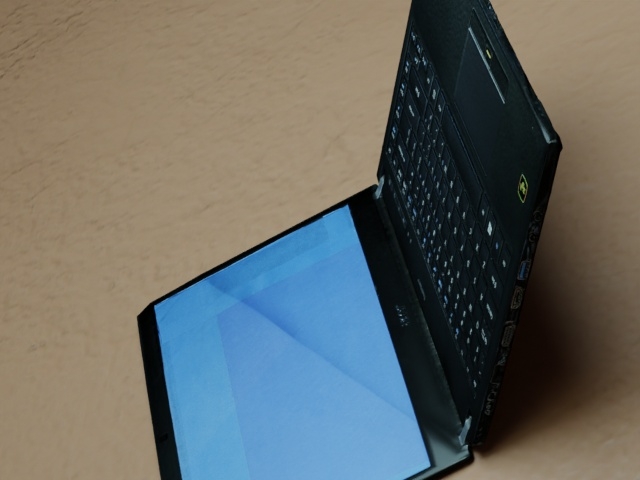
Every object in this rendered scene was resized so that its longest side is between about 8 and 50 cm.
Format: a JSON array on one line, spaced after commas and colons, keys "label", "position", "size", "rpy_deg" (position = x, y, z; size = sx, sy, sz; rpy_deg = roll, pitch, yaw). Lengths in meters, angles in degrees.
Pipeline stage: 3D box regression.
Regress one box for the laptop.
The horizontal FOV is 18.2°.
[{"label": "laptop", "position": [0.000, 0.000, 0.971], "size": [0.136, 0.264, 0.234], "rpy_deg": [2, 34, -13]}]
